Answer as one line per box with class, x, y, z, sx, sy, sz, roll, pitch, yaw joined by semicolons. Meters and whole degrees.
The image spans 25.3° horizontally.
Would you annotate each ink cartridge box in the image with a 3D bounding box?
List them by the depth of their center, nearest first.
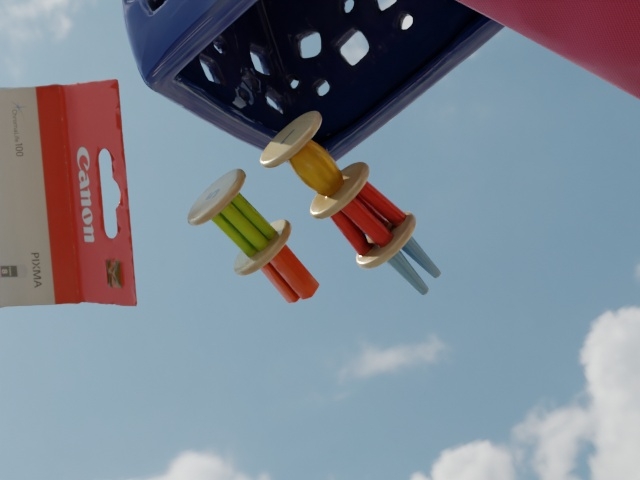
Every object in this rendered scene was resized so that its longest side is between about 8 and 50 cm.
ink cartridge box;-0.249;-0.037;1.190;0.066;0.232;0.189;-9;-83;-39

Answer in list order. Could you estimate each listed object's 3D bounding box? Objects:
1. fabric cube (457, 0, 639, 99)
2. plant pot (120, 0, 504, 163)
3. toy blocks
fabric cube;0.250;-0.219;0.726;0.258;0.259;0.254;27;-24;-6
plant pot;-0.019;-0.223;1.096;0.236;0.212;0.236;-38;-33;19
toy blocks;0.000;0.000;0.987;0.123;0.054;0.148;-36;-71;21
